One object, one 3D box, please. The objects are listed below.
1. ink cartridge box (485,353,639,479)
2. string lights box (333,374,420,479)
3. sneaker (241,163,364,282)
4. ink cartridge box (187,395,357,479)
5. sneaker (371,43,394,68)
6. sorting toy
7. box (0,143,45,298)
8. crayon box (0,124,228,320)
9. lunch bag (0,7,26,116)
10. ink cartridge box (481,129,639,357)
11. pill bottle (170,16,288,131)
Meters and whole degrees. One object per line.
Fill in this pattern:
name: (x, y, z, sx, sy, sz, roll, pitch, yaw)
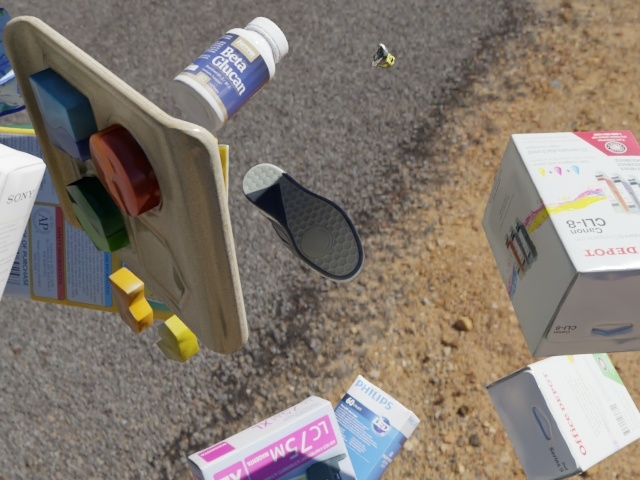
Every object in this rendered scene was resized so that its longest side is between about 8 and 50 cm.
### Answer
ink cartridge box: (0.359, 0.247, 1.108, 0.212, 0.093, 0.154, -5, 65, -46)
string lights box: (0.056, 0.402, 1.444, 0.133, 0.077, 0.260, 32, 79, 31)
sneaker: (0.001, -0.002, 1.059, 0.086, 0.163, 0.226, -43, 56, -3)
ink cartridge box: (-0.026, 0.376, 0.959, 0.185, 0.311, 0.065, -22, 11, -25)
sneaker: (0.106, -0.300, 1.250, 0.035, 0.031, 0.083, 16, 6, -5)
sorting toy: (-0.149, 0.000, 0.601, 0.229, 0.307, 0.041, 33, 53, 33)
box: (-0.342, 0.052, 0.496, 0.232, 0.322, 0.058, 23, 12, 0)
crayon box: (-0.235, -0.023, 0.885, 0.323, 0.203, 0.083, 7, 12, 20)
lunch bag: (-0.490, -0.247, 1.110, 0.151, 0.096, 0.129, -32, 70, -15)
ink cartridge box: (0.246, 0.002, 0.714, 0.128, 0.127, 0.176, -3, 49, -9)
pill bottle: (-0.126, -0.244, 1.100, 0.094, 0.094, 0.169, 27, 64, 32)
